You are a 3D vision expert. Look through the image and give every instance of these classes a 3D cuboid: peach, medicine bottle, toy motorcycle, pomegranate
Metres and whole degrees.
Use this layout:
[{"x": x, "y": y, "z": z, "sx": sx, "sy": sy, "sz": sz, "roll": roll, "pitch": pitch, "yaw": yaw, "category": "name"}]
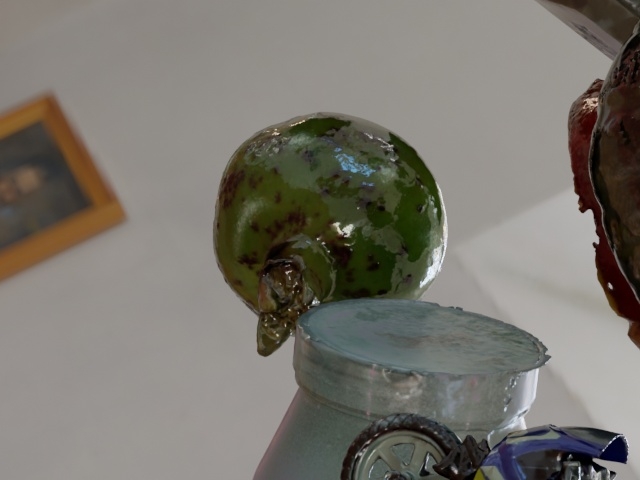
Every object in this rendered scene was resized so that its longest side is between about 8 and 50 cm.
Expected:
[{"x": 0.298, "y": -0.038, "z": 1.589, "sx": 0.159, "sy": 0.154, "sz": 0.267, "roll": 34, "pitch": 41, "yaw": -58, "category": "peach"}, {"x": 0.065, "y": 0.209, "z": 1.528, "sx": 0.245, "sy": 0.245, "sz": 0.290, "roll": -144, "pitch": -121, "yaw": -65, "category": "medicine bottle"}, {"x": 0.135, "y": 0.213, "z": 1.073, "sx": 0.315, "sy": 0.169, "sz": 0.113, "roll": 60, "pitch": 15, "yaw": 21, "category": "toy motorcycle"}, {"x": 0.000, "y": 0.000, "z": 1.672, "sx": 0.211, "sy": 0.211, "sz": 0.263, "roll": 67, "pitch": 26, "yaw": -16, "category": "pomegranate"}]

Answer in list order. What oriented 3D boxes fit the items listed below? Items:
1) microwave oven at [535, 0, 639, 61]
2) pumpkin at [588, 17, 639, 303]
[{"x": 0.434, "y": -0.303, "z": 1.994, "sx": 0.432, "sy": 0.374, "sz": 0.236, "roll": 32, "pitch": 2, "yaw": -27, "category": "microwave oven"}, {"x": 0.324, "y": -0.058, "z": 1.251, "sx": 0.320, "sy": 0.320, "sz": 0.192, "roll": 66, "pitch": -17, "yaw": -9, "category": "pumpkin"}]
